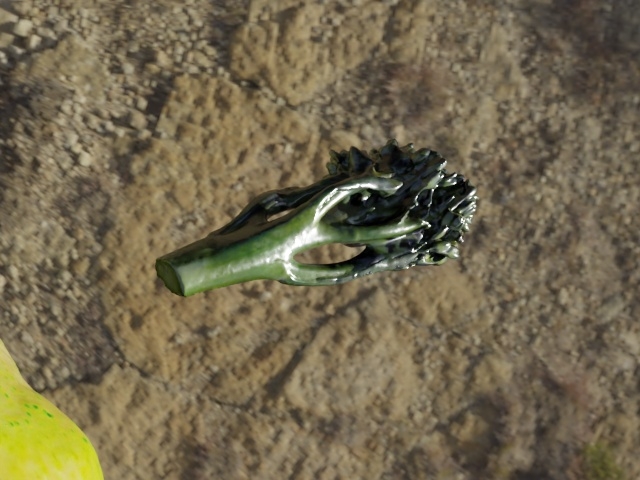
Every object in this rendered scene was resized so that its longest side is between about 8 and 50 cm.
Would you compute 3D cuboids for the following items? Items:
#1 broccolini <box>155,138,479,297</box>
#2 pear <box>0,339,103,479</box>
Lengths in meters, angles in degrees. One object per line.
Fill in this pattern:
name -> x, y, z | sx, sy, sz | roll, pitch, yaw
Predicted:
broccolini -> 0.008, -0.011, 0.591 | 0.202, 0.091, 0.068 | -18, 157, -51
pear -> -0.327, 0.193, 0.740 | 0.391, 0.391, 0.391 | -8, 107, -29
